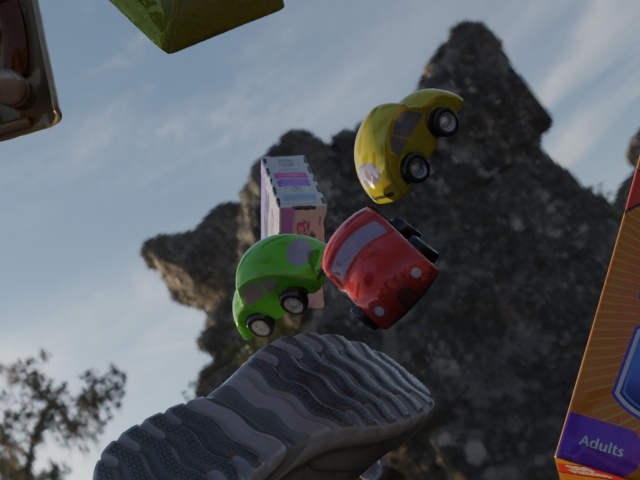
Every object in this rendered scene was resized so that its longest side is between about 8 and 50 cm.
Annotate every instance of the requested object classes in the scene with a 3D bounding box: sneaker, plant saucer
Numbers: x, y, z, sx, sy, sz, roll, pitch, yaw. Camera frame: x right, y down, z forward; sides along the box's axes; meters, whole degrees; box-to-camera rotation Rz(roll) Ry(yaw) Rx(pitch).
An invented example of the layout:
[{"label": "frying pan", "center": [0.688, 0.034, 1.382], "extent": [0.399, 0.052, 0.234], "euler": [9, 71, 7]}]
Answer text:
[{"label": "sneaker", "center": [-0.038, 0.146, 0.636], "extent": [0.281, 0.105, 0.115], "euler": [-14, -47, -43]}, {"label": "plant saucer", "center": [-0.151, -0.295, 0.994], "extent": [0.188, 0.188, 0.045], "euler": [-35, -17, -43]}]

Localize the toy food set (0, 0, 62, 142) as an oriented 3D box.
[{"label": "toy food set", "center": [-0.513, -0.236, 1.299], "extent": [0.306, 0.219, 0.092], "euler": [-14, -9, 5]}]

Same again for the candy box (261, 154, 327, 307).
[{"label": "candy box", "center": [-0.043, -0.015, 1.406], "extent": [0.070, 0.196, 0.165], "euler": [-3, -64, -10]}]

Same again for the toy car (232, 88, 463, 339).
[{"label": "toy car", "center": [0.000, 0.000, 0.681], "extent": [0.225, 0.053, 0.239], "euler": [-37, 22, 36]}]

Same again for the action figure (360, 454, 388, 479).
[{"label": "action figure", "center": [0.075, 0.380, 0.947], "extent": [0.248, 0.276, 0.370], "euler": [-48, 20, 22]}]

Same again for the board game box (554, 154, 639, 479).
[{"label": "board game box", "center": [0.494, 0.165, 1.078], "extent": [0.356, 0.356, 0.356], "euler": [-69, -23, -16]}]
